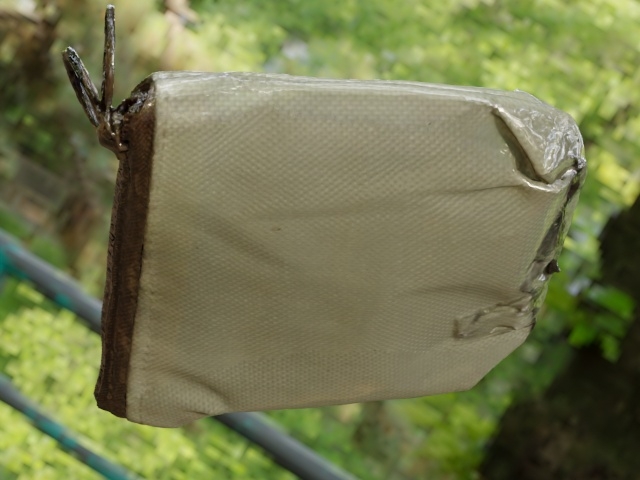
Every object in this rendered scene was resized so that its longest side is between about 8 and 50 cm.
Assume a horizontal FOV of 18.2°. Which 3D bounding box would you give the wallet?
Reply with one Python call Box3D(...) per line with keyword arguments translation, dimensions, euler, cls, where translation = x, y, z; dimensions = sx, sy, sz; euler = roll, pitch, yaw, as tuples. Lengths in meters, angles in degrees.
Box3D(translation=(-0.001, 0.003, 1.080), dimensions=(0.275, 0.068, 0.335), euler=(0, -35, -7), cls="wallet")
